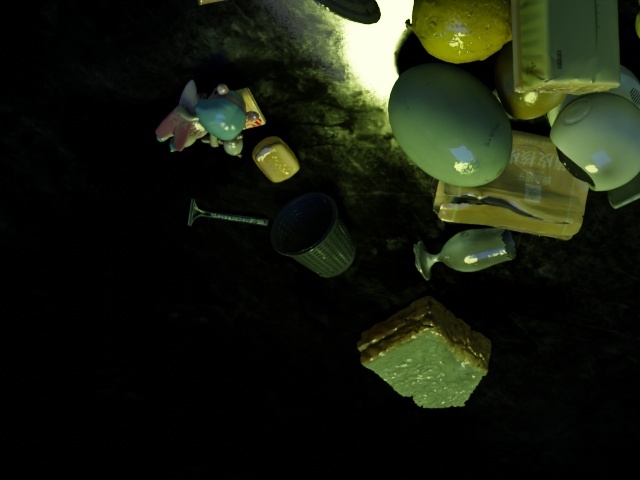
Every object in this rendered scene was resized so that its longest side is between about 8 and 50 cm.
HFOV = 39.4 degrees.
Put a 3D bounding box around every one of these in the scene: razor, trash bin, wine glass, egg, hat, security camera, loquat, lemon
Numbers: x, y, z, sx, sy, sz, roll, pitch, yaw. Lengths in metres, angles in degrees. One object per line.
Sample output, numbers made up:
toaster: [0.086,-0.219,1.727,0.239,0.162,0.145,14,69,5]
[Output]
razor: [-0.219,-0.058,2.146,0.190,0.033,0.066,7,94,-2]
trash bin: [0.000,0.000,2.080,0.175,0.175,0.161,-19,139,26]
wine glass: [0.337,0.025,2.082,0.222,0.103,0.103,-14,131,21]
egg: [0.252,-0.226,1.744,0.283,0.203,0.203,49,139,22]
hat: [0.034,-0.491,1.532,0.252,0.252,0.110,29,124,-18]
security camera: [0.541,-0.207,1.721,0.194,0.236,0.195,3,136,3]
loquat: [0.402,-0.312,1.699,0.152,0.152,0.195,9,139,1]
lemon: [0.260,-0.405,1.614,0.206,0.173,0.173,12,135,-3]

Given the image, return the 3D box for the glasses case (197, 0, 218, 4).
glasses case: [-0.191,-0.540,1.643,0.102,0.070,0.193,-15,135,-14]

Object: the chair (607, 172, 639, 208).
chair: [0.702,-0.204,1.756,0.319,0.160,0.186,-15,136,22]

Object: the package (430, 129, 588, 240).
package: [0.402,-0.107,1.893,0.311,0.165,0.221,10,135,-2]

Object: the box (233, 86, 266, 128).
box: [-0.162,-0.282,1.918,0.058,0.015,0.093,-10,131,23]

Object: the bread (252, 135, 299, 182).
bread: [-0.101,-0.184,1.977,0.082,0.056,0.115,-33,136,13]

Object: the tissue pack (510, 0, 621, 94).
tissue pack: [0.422,-0.372,1.543,0.159,0.234,0.125,-2,-179,-22]

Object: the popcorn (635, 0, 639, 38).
popcorn: [0.698,-0.413,1.467,0.334,0.293,0.292,13,136,19]

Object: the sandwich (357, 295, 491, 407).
sandwich: [0.292,0.311,2.351,0.262,0.131,0.325,-33,123,33]

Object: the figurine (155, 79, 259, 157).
figurine: [-0.241,-0.231,1.916,0.260,0.103,0.205,-18,126,41]
